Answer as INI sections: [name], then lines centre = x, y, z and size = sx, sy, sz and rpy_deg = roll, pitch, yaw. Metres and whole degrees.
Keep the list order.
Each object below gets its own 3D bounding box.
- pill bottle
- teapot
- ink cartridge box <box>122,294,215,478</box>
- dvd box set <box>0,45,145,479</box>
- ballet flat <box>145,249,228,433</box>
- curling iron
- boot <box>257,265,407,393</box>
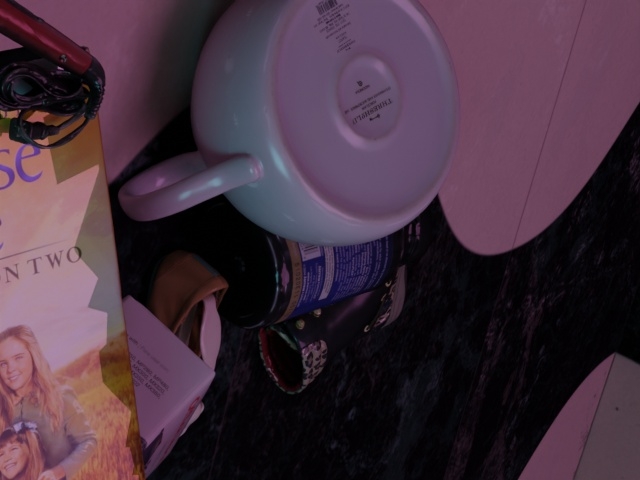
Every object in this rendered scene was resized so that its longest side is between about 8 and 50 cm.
[pill bottle]
centre = 0.000, 0.000, 1.381
size = 0.219, 0.123, 0.123
rpy_deg = -16, 126, -41
[teapot]
centre = -0.022, -0.106, 1.249
size = 0.256, 0.187, 0.252
rpy_deg = 21, 73, -38
[ink cartridge box]
centre = -0.206, 0.180, 1.159
size = 0.237, 0.100, 0.172
rpy_deg = -46, 173, -35
[dvd box set]
centre = -0.256, 0.109, 0.912
size = 0.308, 0.062, 0.420
rpy_deg = -18, 111, -38
[ballet flat]
centre = -0.135, 0.124, 1.333
size = 0.080, 0.073, 0.232
rpy_deg = -20, 129, -54
[curling iron]
centre = -0.214, -0.133, 0.808
size = 0.274, 0.035, 0.068
rpy_deg = 41, 73, -47
[boot]
centre = 0.016, 0.034, 1.526
size = 0.178, 0.085, 0.236
rpy_deg = -38, 141, -38
